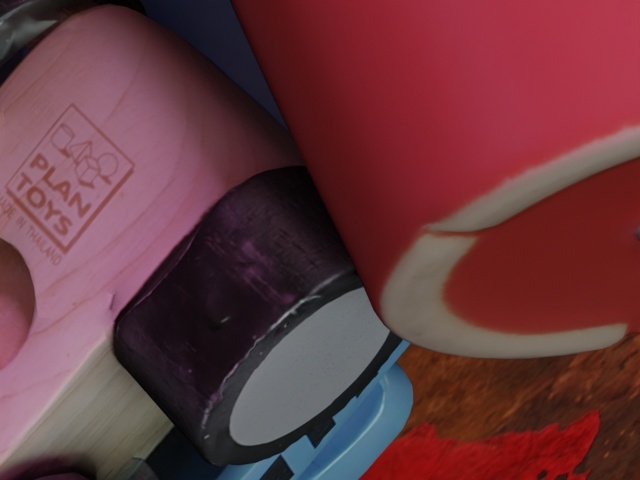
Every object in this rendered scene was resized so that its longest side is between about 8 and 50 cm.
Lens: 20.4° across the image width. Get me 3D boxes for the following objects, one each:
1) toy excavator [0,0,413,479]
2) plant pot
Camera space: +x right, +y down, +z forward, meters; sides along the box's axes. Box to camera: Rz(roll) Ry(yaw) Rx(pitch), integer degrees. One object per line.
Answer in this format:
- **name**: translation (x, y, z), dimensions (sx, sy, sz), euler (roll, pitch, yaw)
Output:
- **toy excavator**: translation (0.000, 0.000, 0.825), dimensions (0.433, 0.222, 0.445), euler (-51, 156, 8)
- **plant pot**: translation (0.086, -0.108, 0.576), dimensions (0.275, 0.243, 0.275), euler (-12, 158, -5)
